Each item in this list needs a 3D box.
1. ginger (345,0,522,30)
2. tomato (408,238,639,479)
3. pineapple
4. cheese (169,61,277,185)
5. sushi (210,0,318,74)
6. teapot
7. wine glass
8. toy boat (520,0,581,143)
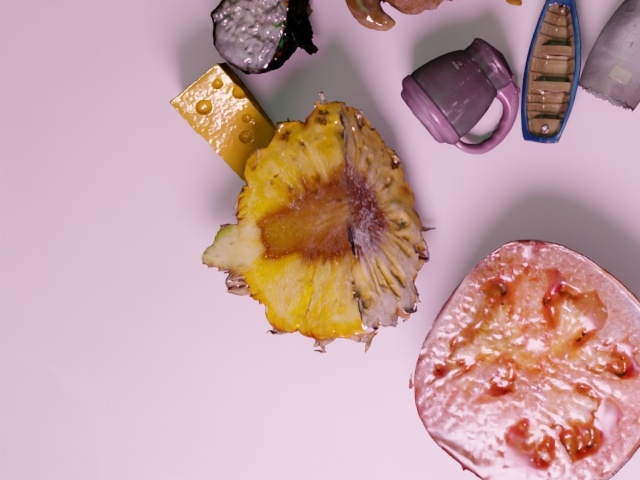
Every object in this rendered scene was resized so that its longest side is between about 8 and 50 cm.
[{"bbox_3d":[0.129,-0.376,1.675,0.332,0.080,0.166,-5,81,-7],"label":"ginger"},{"bbox_3d":[0.295,0.174,1.618,0.338,0.143,0.339,0,90,13],"label":"tomato"},{"bbox_3d":[-0.003,0.001,1.720,0.286,0.209,0.344,-17,73,38],"label":"pineapple"},{"bbox_3d":[-0.127,-0.170,1.795,0.093,0.126,0.171,-37,97,7],"label":"cheese"},{"bbox_3d":[-0.064,-0.341,1.759,0.147,0.115,0.213,18,94,19],"label":"sushi"},{"bbox_3d":[0.202,-0.201,1.675,0.146,0.116,0.148,-39,75,5],"label":"teapot"},{"bbox_3d":[0.424,-0.328,1.530,0.096,0.264,0.310,27,96,14],"label":"wine glass"},{"bbox_3d":[0.324,-0.246,1.669,0.080,0.046,0.229,7,89,31],"label":"toy boat"}]
